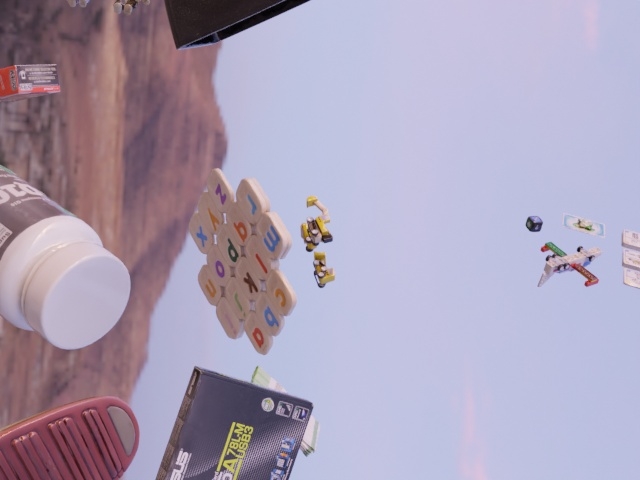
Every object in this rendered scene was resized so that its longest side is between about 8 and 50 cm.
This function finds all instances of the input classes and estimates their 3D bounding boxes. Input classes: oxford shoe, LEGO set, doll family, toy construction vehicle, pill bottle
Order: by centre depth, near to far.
[{"bbox_3d":[-0.333,0.239,1.032,0.130,0.348,0.123,10,-57,54],"label":"oxford shoe"},{"bbox_3d":[0.000,0.000,1.500,0.098,0.035,0.086,-112,-166,-45],"label":"toy construction vehicle"},{"bbox_3d":[-0.493,0.025,1.877,0.361,0.204,0.204,31,-58,35],"label":"pill bottle"},{"bbox_3d":[0.463,0.029,1.903,0.182,0.244,0.060,-67,172,-57],"label":"LEGO set"},{"bbox_3d":[-0.400,-0.486,2.156,0.111,0.193,0.076,-86,-170,-48],"label":"doll family"}]

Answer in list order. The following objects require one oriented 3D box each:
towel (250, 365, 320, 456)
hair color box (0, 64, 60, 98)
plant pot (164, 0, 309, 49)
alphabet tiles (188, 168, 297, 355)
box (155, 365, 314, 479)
[{"bbox_3d":[-0.063,0.284,1.870,0.023,0.152,0.113,-44,-172,14],"label":"towel"},{"bbox_3d":[-0.459,-0.234,1.682,0.141,0.072,0.043,-2,-84,47],"label":"hair color box"},{"bbox_3d":[-0.124,-0.377,1.539,0.167,0.188,0.187,66,15,-6],"label":"plant pot"},{"bbox_3d":[-0.127,0.034,1.820,0.278,0.021,0.284,58,-38,25],"label":"alphabet tiles"},{"bbox_3d":[-0.124,0.295,1.606,0.045,0.184,0.191,15,-96,65],"label":"box"}]
